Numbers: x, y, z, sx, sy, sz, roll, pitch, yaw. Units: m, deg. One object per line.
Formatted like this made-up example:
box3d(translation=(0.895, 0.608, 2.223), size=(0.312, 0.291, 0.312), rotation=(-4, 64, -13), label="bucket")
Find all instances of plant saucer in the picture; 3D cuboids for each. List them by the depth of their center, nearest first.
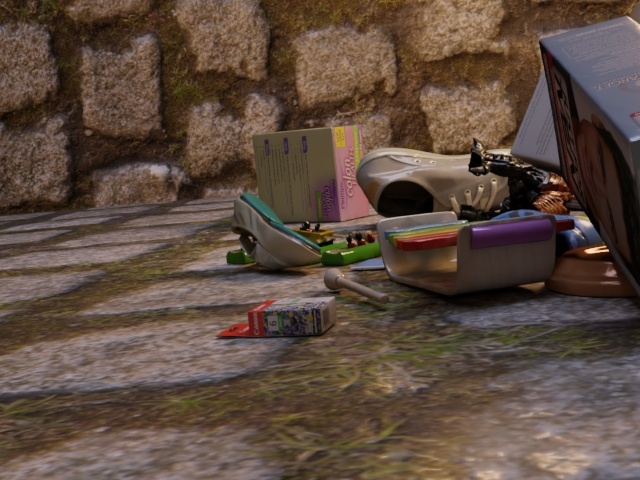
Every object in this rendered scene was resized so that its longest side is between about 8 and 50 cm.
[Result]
box3d(translation=(0.354, 0.029, 1.129), size=(0.200, 0.037, 0.200), rotation=(-5, 6, 0), label="plant saucer")

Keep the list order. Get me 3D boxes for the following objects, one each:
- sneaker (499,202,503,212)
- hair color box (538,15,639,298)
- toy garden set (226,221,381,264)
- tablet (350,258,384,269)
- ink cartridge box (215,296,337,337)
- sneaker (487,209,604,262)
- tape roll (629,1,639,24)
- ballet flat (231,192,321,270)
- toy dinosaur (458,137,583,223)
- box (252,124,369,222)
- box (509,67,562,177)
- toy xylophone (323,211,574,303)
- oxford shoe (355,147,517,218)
box3d(translation=(0.378, -0.057, 1.883), size=(0.109, 0.043, 0.040), rotation=(-8, 5, -42), label="sneaker")
box3d(translation=(0.331, -0.094, 1.035), size=(0.114, 0.185, 0.374), rotation=(-14, 23, 5), label="hair color box")
box3d(translation=(0.000, 0.000, 1.640), size=(0.244, 0.049, 0.204), rotation=(0, 8, 38), label="toy garden set")
box3d(translation=(0.082, 0.034, 1.453), size=(0.054, 0.006, 0.083), rotation=(-3, 6, 22), label="tablet")
box3d(translation=(-0.046, 0.079, 1.029), size=(0.115, 0.029, 0.063), rotation=(-3, 7, 16), label="ink cartridge box")
box3d(translation=(0.275, -0.001, 1.326), size=(0.082, 0.069, 0.209), rotation=(-15, 11, -37), label="sneaker")
box3d(translation=(0.626, -0.247, 1.833), size=(0.072, 0.392, 0.392), rotation=(-4, 6, 5), label="tape roll")
box3d(translation=(-0.076, 0.002, 1.524), size=(0.086, 0.086, 0.248), rotation=(-8, 22, -23), label="ballet flat")
box3d(translation=(0.356, -0.082, 1.709), size=(0.218, 0.164, 0.322), rotation=(11, -11, 6), label="toy dinosaur")
box3d(translation=(-0.023, -0.154, 2.325), size=(0.243, 0.213, 0.117), rotation=(-1, 8, 39), label="box")
box3d(translation=(0.462, -0.197, 1.795), size=(0.182, 0.181, 0.119), rotation=(23, -1, -44), label="box")
box3d(translation=(0.141, 0.015, 1.199), size=(0.236, 0.081, 0.323), rotation=(-8, 4, -22), label="toy xylophone")
box3d(translation=(0.296, -0.099, 2.035), size=(0.449, 0.169, 0.130), rotation=(2, 47, -4), label="oxford shoe")
